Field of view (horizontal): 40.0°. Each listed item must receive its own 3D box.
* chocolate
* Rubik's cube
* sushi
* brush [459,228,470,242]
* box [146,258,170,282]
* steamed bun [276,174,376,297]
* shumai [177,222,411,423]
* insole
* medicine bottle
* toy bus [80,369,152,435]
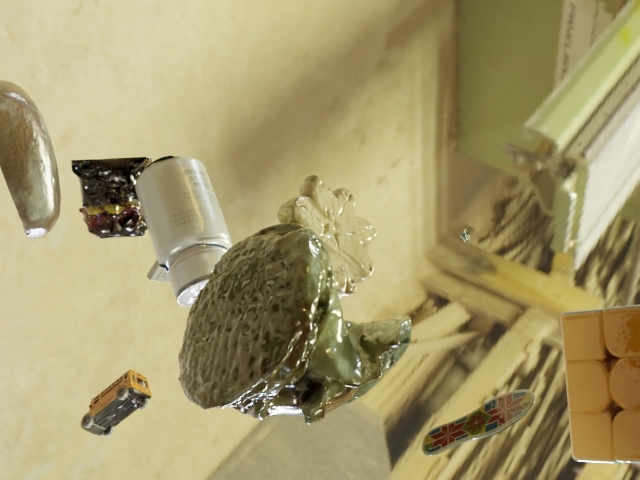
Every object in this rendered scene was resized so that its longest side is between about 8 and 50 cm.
[{"bbox_3d":[-0.457,-0.134,1.381,0.080,0.157,0.253,-18,110,-11],"label":"chocolate"},{"bbox_3d":[0.666,0.267,1.670,0.290,0.292,0.291,5,79,-42],"label":"Rubik's cube"},{"bbox_3d":[-0.416,-0.080,1.790,0.172,0.153,0.150,161,-75,-79],"label":"sushi"},{"bbox_3d":[0.266,-0.006,1.598,0.016,0.013,0.083,-56,163,1],"label":"brush"},{"bbox_3d":[-0.313,0.061,2.038,0.167,0.024,0.090,10,124,-48],"label":"box"},{"bbox_3d":[0.000,0.000,2.061,0.292,0.295,0.137,-19,172,-44],"label":"steamed bun"},{"bbox_3d":[-0.033,0.167,1.363,0.289,0.330,0.291,23,48,-38],"label":"shumai"},{"bbox_3d":[0.226,0.265,1.274,0.006,0.193,0.065,46,30,-24],"label":"insole"},{"bbox_3d":[-0.247,-0.016,1.640,0.143,0.258,0.143,-18,157,-8],"label":"medicine bottle"},{"bbox_3d":[-0.445,0.353,1.901,0.162,0.074,0.069,-38,132,15],"label":"toy bus"}]
